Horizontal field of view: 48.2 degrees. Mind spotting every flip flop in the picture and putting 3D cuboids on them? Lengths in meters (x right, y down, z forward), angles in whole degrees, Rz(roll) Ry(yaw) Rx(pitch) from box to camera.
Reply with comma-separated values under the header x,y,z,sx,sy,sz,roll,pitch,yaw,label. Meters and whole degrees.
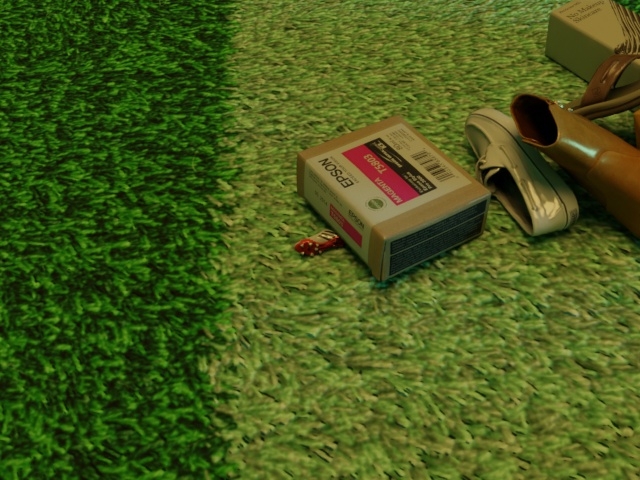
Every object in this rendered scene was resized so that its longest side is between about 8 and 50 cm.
x,y,z,sx,sy,sz,roll,pitch,yaw,label
0.438,-0.238,1.102,0.277,0.080,0.112,-19,11,38,flip flop

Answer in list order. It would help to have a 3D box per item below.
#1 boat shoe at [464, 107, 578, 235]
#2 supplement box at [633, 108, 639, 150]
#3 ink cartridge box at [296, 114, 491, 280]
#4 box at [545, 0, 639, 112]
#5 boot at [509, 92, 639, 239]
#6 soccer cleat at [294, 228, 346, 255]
x,y,z,sx,sy,sz,roll,pitch,yaw,label
0.280,-0.109,1.084,0.084,0.095,0.258,-20,48,-14,boat shoe
0.592,-0.155,1.015,0.194,0.129,0.191,-34,33,-20,supplement box
0.103,-0.073,1.072,0.193,0.088,0.234,-24,49,-23,ink cartridge box
0.523,-0.317,1.227,0.113,0.094,0.275,-30,51,-15,box
0.388,-0.092,0.976,0.211,0.104,0.295,18,25,-34,boot
0.000,0.000,1.080,0.083,0.029,0.035,-13,39,-7,soccer cleat
